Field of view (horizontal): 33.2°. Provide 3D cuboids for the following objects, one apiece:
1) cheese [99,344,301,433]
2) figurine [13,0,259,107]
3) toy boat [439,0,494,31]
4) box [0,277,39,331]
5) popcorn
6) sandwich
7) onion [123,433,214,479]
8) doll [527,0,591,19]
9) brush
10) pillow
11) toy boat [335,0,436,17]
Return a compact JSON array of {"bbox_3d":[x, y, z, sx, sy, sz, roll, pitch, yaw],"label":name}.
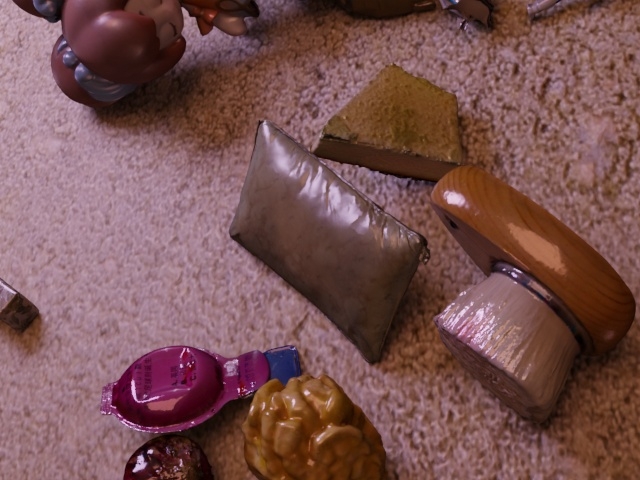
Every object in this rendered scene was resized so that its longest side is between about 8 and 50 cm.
[{"bbox_3d":[-0.145,0.173,1.299,0.244,0.062,0.155,-11,35,-2],"label":"cheese"},{"bbox_3d":[-0.223,-0.362,1.521,0.388,0.276,0.248,-31,33,-12],"label":"figurine"},{"bbox_3d":[0.187,-0.374,1.516,0.066,0.084,0.210,-56,35,32],"label":"toy boat"},{"bbox_3d":[-0.436,0.078,1.460,0.098,0.062,0.045,29,75,29],"label":"box"},{"bbox_3d":[0.003,0.233,1.154,0.163,0.194,0.140,-19,26,-34],"label":"popcorn"},{"bbox_3d":[0.083,-0.164,1.378,0.193,0.058,0.162,9,57,-16],"label":"sandwich"},{"bbox_3d":[-0.176,0.278,1.240,0.107,0.097,0.107,11,51,-14],"label":"onion"},{"bbox_3d":[0.382,-0.375,1.457,0.227,0.057,0.114,-22,50,16],"label":"doll"},{"bbox_3d":[0.198,0.052,1.176,0.166,0.174,0.266,-43,78,-7],"label":"brush"},{"bbox_3d":[0.000,0.000,1.313,0.075,0.185,0.302,-13,42,-44],"label":"pillow"},{"bbox_3d":[0.015,-0.482,1.609,0.162,0.136,0.445,-35,61,-7],"label":"toy boat"}]
